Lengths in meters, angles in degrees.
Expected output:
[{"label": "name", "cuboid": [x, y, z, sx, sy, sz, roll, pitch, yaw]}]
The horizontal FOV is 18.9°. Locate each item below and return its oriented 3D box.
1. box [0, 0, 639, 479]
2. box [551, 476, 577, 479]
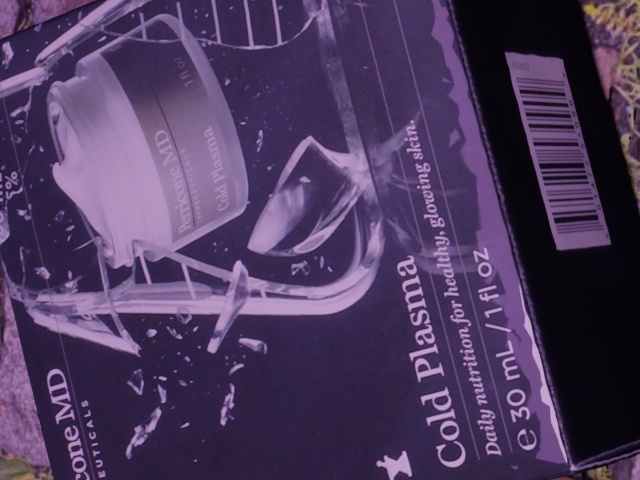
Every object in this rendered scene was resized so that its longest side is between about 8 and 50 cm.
[{"label": "box", "cuboid": [0.000, 0.000, 1.648, 0.471, 0.297, 0.480, -18, 83, 29]}, {"label": "box", "cuboid": [0.211, 0.290, 1.587, 0.164, 0.201, 0.021, 16, 141, 32]}]
